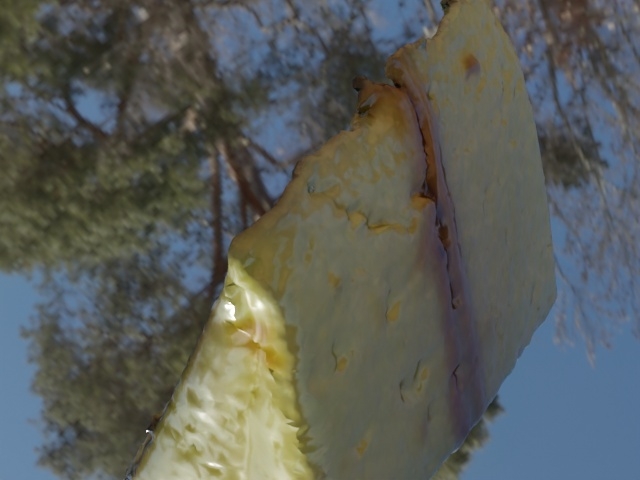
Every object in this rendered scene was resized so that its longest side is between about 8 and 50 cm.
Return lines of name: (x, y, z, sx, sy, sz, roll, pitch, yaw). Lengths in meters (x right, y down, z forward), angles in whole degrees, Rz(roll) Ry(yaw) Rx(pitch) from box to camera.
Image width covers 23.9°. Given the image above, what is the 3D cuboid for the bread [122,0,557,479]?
bread: (0.000, 0.000, 0.648, 0.135, 0.178, 0.240, 6, -148, 30)
